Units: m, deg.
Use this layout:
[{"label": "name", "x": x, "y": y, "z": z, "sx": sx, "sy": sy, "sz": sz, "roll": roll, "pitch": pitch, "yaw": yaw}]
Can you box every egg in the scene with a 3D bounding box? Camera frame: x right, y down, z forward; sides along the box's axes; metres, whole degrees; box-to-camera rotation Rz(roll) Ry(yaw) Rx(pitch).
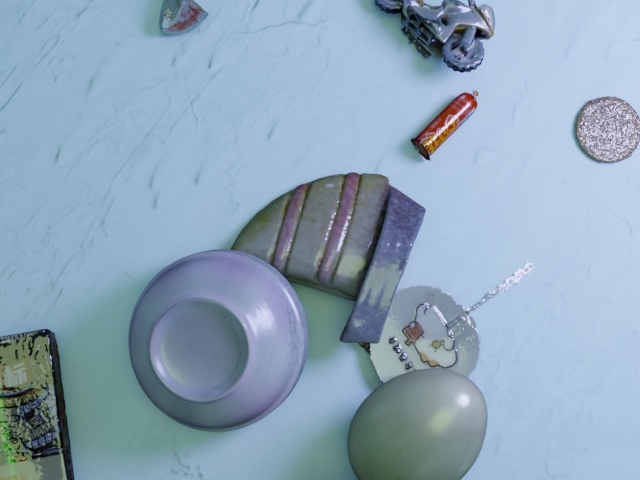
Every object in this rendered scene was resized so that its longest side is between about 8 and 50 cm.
[{"label": "egg", "x": 0.150, "y": 0.296, "z": 1.627, "sx": 0.188, "sy": 0.254, "sz": 0.188, "roll": 24, "pitch": 40, "yaw": -22}]

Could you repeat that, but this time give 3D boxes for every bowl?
[{"label": "bowl", "x": -0.168, "y": 0.159, "z": 1.626, "sx": 0.287, "sy": 0.144, "sz": 0.287, "roll": 0, "pitch": 92, "yaw": 8}]

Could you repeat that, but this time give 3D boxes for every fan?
[{"label": "fan", "x": 0.226, "y": 0.129, "z": 1.751, "sx": 0.329, "sy": 0.009, "sz": 0.191, "roll": -32, "pitch": 85, "yaw": -12}]

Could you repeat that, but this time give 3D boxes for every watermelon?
[{"label": "watermelon", "x": -0.235, "y": -0.378, "z": 1.759, "sx": 0.085, "sy": 0.061, "sz": 0.085, "roll": 3, "pitch": 75, "yaw": -10}]

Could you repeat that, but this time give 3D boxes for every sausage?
[{"label": "sausage", "x": 0.217, "y": -0.200, "z": 1.786, "sx": 0.145, "sy": 0.048, "sz": 0.050, "roll": -44, "pitch": 94, "yaw": -11}]

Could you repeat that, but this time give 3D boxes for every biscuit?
[{"label": "biscuit", "x": 0.495, "y": -0.191, "z": 1.822, "sx": 0.120, "sy": 0.015, "sz": 0.120, "roll": 1, "pitch": 84, "yaw": -5}]

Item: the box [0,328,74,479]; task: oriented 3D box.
[{"label": "box", "x": -0.492, "y": 0.305, "z": 1.643, "sx": 0.198, "sy": 0.084, "sz": 0.310, "roll": -9, "pitch": 84, "yaw": -6}]

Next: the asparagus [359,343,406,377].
[{"label": "asparagus", "x": 0.146, "y": 0.242, "z": 1.736, "sx": 0.024, "sy": 0.025, "sz": 0.248, "roll": -43, "pitch": 88, "yaw": 21}]

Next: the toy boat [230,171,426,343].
[{"label": "toy boat", "x": 0.033, "y": -0.001, "z": 1.719, "sx": 0.293, "sy": 0.111, "sz": 0.276, "roll": 35, "pitch": 75, "yaw": 9}]

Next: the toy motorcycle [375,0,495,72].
[{"label": "toy motorcycle", "x": 0.201, "y": -0.382, "z": 1.789, "sx": 0.229, "sy": 0.094, "sz": 0.130, "roll": 43, "pitch": 77, "yaw": 14}]
